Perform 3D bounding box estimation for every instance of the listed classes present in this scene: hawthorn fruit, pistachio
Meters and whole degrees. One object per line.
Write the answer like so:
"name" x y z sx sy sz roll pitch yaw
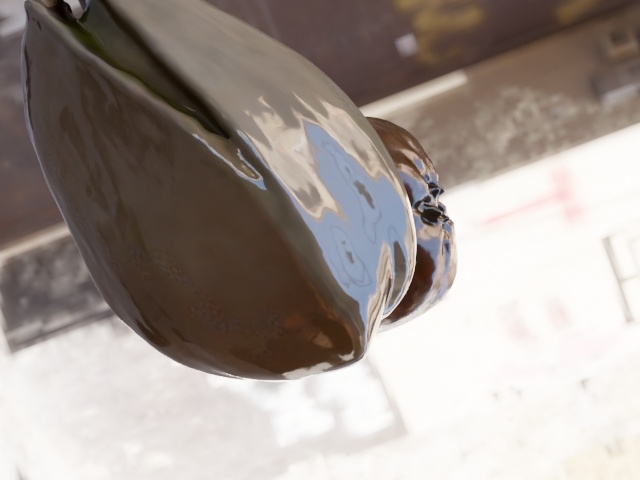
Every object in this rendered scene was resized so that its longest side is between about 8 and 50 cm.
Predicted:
"hawthorn fruit" 0.000 0.000 1.679 0.199 0.251 0.199 48 33 -46
"pistachio" -0.077 -0.048 1.209 0.332 0.208 0.226 51 -6 12
